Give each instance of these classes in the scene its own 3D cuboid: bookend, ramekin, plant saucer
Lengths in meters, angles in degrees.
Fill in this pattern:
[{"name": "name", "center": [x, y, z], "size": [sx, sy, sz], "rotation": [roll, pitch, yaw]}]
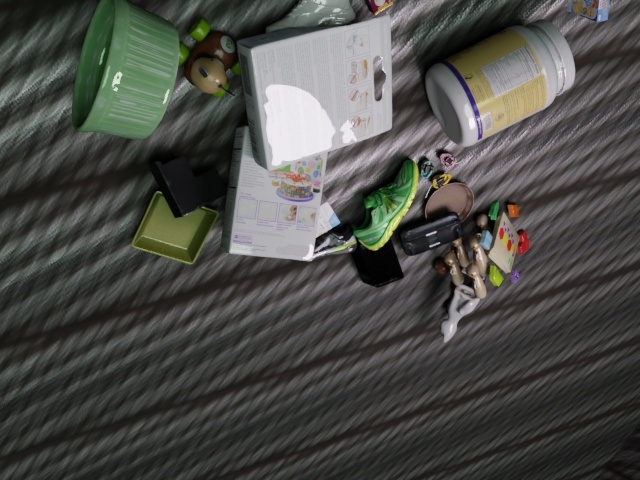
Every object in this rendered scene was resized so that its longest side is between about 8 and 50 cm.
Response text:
[{"name": "bookend", "center": [-0.344, -0.163, 1.638], "size": [0.156, 0.072, 0.157], "rotation": [-32, 105, -28]}, {"name": "ramekin", "center": [-0.427, -0.369, 1.354], "size": [0.148, 0.303, 0.304], "rotation": [12, 118, -33]}, {"name": "plant saucer", "center": [-0.407, -0.041, 1.725], "size": [0.188, 0.045, 0.188], "rotation": [20, 114, -28]}, {"name": "plant saucer", "center": [0.406, -0.114, 1.967], "size": [0.168, 0.029, 0.169], "rotation": [-9, 124, -14]}]

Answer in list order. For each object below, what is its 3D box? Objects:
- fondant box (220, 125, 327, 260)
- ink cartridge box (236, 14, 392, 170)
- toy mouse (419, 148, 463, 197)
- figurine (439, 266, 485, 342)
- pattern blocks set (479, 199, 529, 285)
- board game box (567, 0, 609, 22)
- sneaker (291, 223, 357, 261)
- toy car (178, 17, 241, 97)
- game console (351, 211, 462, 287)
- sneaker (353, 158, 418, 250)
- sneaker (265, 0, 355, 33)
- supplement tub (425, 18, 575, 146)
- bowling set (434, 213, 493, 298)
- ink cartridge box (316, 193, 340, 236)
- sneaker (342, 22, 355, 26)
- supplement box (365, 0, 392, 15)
[{"name": "fondant box", "center": [-0.123, -0.121, 1.657], "size": [0.238, 0.096, 0.331], "rotation": [7, 95, -24]}, {"name": "ink cartridge box", "center": [-0.001, -0.375, 1.529], "size": [0.384, 0.091, 0.308], "rotation": [-22, 127, -23]}, {"name": "toy mouse", "center": [0.351, -0.229, 1.871], "size": [0.161, 0.031, 0.143], "rotation": [-34, 127, 4]}, {"name": "figurine", "center": [0.473, 0.225, 2.116], "size": [0.092, 0.215, 0.210], "rotation": [25, 123, 9]}, {"name": "pattern blocks set", "center": [0.599, 0.012, 2.015], "size": [0.325, 0.026, 0.286], "rotation": [52, 54, -40]}, {"name": "board game box", "center": [0.709, -0.693, 1.625], "size": [0.035, 0.136, 0.201], "rotation": [-17, 125, -7]}, {"name": "sneaker", "center": [0.000, 0.000, 1.888], "size": [0.234, 0.084, 0.097], "rotation": [-12, 101, -13]}, {"name": "toy car", "center": [-0.251, -0.405, 1.450], "size": [0.149, 0.188, 0.155], "rotation": [-45, 125, 13]}, {"name": "game console", "center": [0.283, 0.020, 1.983], "size": [0.361, 0.044, 0.213], "rotation": [-20, 127, 4]}, {"name": "sneaker", "center": [0.196, -0.114, 1.838], "size": [0.123, 0.109, 0.296], "rotation": [28, 98, -8]}, {"name": "sneaker", "center": [-0.034, -0.558, 1.500], "size": [0.232, 0.090, 0.115], "rotation": [-24, 119, -12]}, {"name": "supplement tub", "center": [0.476, -0.423, 1.656], "size": [0.331, 0.241, 0.241], "rotation": [-27, 127, -1]}, {"name": "bowling set", "center": [0.451, 0.054, 2.008], "size": [0.199, 0.287, 0.154], "rotation": [-8, 125, 28]}, {"name": "ink cartridge box", "center": [-0.033, -0.066, 1.809], "size": [0.143, 0.090, 0.092], "rotation": [-32, 127, 3]}, {"name": "sneaker", "center": [0.012, -0.436, 1.586], "size": [0.255, 0.094, 0.151], "rotation": [-37, 133, 5]}, {"name": "supplement box", "center": [0.136, -0.614, 1.536], "size": [0.055, 0.043, 0.083], "rotation": [-32, 126, 5]}]
